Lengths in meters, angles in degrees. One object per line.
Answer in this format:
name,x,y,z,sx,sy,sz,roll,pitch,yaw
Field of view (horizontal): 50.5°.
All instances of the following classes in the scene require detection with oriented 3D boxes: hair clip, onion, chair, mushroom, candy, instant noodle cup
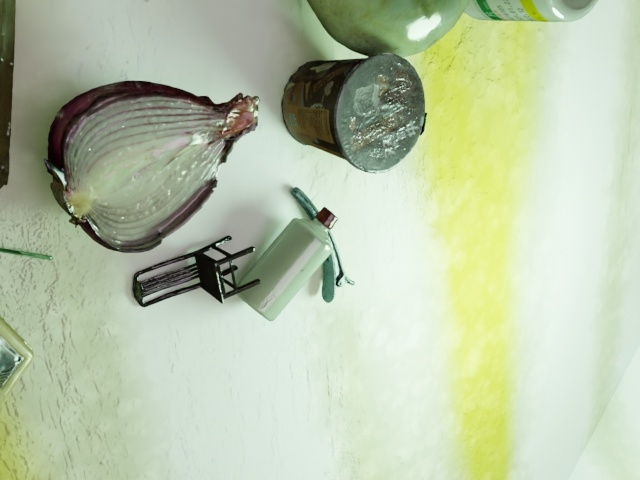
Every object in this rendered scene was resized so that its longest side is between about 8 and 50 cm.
hair clip,0.000,0.000,1.440,0.083,0.048,0.275,-32,118,-22
onion,-0.273,-0.152,1.091,0.348,0.159,0.267,-31,134,-25
chair,-0.227,0.071,1.242,0.212,0.101,0.084,-24,119,-31
mushroom,0.122,-0.507,1.214,0.352,0.260,0.352,-13,117,-27
candy,-0.507,0.013,1.044,0.201,0.060,0.061,14,97,-48
instant noodle cup,0.053,-0.248,1.281,0.217,0.207,0.218,-13,112,-35

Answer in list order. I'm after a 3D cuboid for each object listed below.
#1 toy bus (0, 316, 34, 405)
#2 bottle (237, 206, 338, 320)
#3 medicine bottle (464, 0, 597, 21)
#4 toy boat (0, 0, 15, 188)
toy bus,-0.579,0.102,0.907,0.365,0.176,0.202,60,43,-33
bottle,-0.056,0.037,1.343,0.245,0.104,0.104,-49,129,-4
medicine bottle,0.365,-0.540,1.335,0.208,0.339,0.208,-13,113,-34
toy boat,-0.499,-0.228,0.908,0.162,0.136,0.446,-1,107,-33
